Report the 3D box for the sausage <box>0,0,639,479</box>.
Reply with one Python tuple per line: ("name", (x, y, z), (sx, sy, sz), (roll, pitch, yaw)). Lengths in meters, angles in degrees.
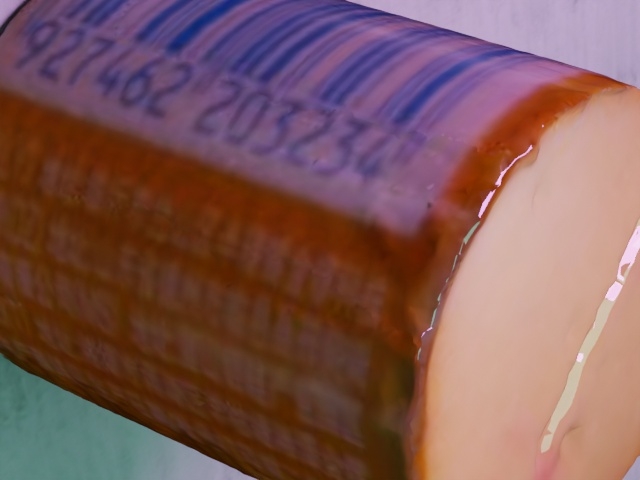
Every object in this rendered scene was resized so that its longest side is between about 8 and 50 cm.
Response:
("sausage", (0.000, 0.000, 0.927), (0.233, 0.287, 0.233), (-27, 126, -45))
